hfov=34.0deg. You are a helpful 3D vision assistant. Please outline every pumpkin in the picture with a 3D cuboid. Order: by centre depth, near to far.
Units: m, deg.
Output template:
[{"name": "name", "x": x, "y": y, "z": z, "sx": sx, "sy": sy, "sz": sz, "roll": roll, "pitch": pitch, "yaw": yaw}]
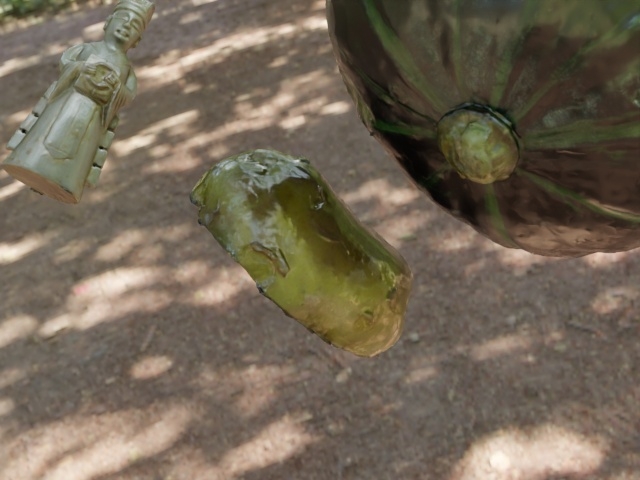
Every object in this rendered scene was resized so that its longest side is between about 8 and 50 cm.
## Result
[{"name": "pumpkin", "x": 0.143, "y": -0.128, "z": 0.678, "sx": 0.315, "sy": 0.315, "sz": 0.238, "roll": 8, "pitch": 41, "yaw": 39}]

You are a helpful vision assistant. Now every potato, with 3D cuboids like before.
[{"name": "potato", "x": 0.000, "y": 0.000, "z": 0.795, "sx": 0.081, "sy": 0.200, "sz": 0.164, "roll": -45, "pitch": 30, "yaw": 11}]

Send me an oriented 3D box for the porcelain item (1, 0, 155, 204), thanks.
[{"name": "porcelain item", "x": -0.206, "y": -0.140, "z": 0.957, "sx": 0.054, "sy": 0.084, "sz": 0.213, "roll": -25, "pitch": 39, "yaw": 64}]
